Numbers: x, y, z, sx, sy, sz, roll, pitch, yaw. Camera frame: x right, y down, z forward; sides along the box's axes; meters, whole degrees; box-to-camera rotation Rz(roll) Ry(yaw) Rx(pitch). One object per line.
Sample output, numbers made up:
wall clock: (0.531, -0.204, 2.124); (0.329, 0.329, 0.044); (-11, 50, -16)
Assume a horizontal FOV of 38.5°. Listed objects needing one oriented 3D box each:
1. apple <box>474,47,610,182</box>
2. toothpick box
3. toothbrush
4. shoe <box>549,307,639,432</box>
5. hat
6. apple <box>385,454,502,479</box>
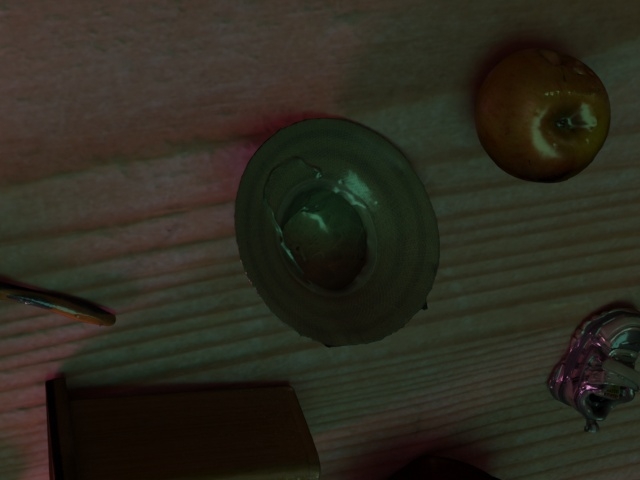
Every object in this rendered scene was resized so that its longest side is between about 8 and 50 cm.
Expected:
apple: (0.236, -0.128, 0.969); (0.146, 0.146, 0.146); (-8, 127, -10)
toothpick box: (-0.174, 0.284, 1.128); (0.308, 0.187, 0.190); (-2, 125, -19)
toothbrush: (-0.370, 0.047, 0.986); (0.321, 0.031, 0.023); (21, 118, -28)
shoe: (0.390, 0.179, 1.259); (0.089, 0.092, 0.180); (14, 120, -24)
hat: (0.000, 0.000, 1.000); (0.252, 0.252, 0.110); (18, 161, -26)
apple: (0.172, 0.461, 1.261); (0.288, 0.317, 0.288); (1, 123, 2)
